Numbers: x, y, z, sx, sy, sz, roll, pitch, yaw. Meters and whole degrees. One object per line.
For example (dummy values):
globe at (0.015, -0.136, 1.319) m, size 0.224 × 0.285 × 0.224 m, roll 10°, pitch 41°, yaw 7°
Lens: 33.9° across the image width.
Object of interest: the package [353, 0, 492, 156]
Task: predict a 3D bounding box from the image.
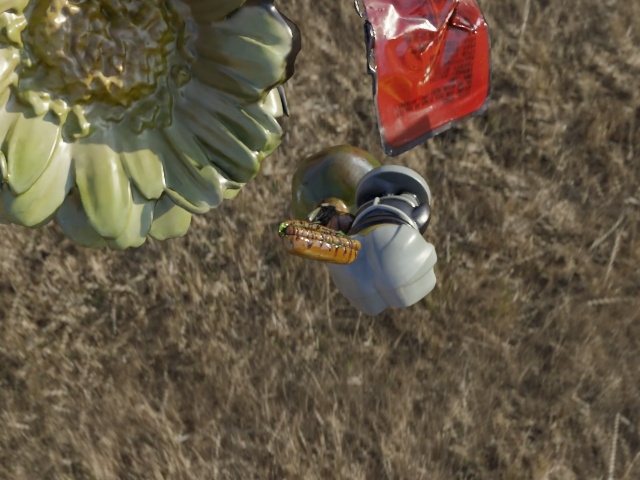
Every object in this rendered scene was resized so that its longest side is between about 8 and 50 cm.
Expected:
package at (0.101, -0.232, 1.020) m, size 0.194 × 0.071 × 0.269 m, roll -22°, pitch 106°, yaw -35°

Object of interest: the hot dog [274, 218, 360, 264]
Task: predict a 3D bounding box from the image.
hot dog at (0.000, 0.000, 1.205) m, size 0.122 × 0.037 × 0.049 m, roll 10°, pitch 45°, yaw -42°

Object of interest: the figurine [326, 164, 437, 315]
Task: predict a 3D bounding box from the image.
figurine at (0.085, 0.004, 1.547) m, size 0.176 × 0.133 × 0.236 m, roll -20°, pitch 33°, yaw 21°

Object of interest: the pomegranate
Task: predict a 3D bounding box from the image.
pomegranate at (0.030, -0.064, 1.818) m, size 0.181 × 0.181 × 0.224 m, roll 9°, pitch 27°, yaw 6°

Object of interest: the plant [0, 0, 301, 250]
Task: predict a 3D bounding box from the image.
plant at (-0.136, -0.142, 0.756) m, size 0.261 × 0.297 × 0.306 m, roll 22°, pitch 91°, yaw 8°
